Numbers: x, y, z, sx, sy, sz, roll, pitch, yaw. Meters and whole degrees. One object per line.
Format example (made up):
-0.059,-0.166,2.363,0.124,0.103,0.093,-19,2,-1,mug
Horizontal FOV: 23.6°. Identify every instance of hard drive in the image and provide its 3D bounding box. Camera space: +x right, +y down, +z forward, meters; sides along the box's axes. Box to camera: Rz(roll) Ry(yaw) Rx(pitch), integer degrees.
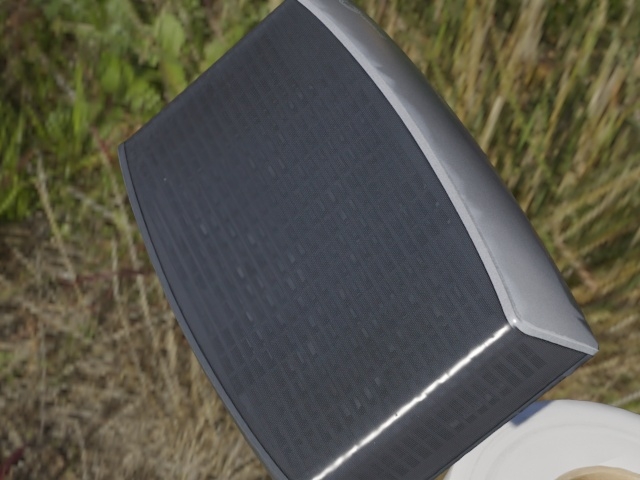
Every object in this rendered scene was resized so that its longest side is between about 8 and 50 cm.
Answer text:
0.000,0.000,0.728,0.172,0.054,0.255,-39,53,12,hard drive

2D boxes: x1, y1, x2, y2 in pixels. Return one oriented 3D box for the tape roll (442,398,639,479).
0.162,0.245,0.967,0.246,0.169,0.246,14,41,-12,tape roll
